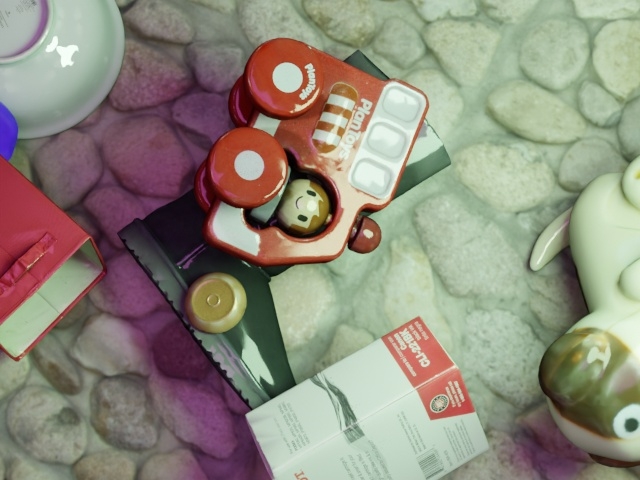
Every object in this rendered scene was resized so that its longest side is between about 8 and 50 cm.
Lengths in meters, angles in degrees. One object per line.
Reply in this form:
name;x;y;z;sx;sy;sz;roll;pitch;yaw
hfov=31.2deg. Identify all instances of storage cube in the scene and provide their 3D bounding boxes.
storage cube;-0.431;0.023;1.558;0.193;0.215;0.184;41;75;7

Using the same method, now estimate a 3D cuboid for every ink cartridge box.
ink cartridge box;0.063;0.256;1.520;0.272;0.197;0.114;-30;43;-5

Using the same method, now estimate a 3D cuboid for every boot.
boot;-0.001;-0.002;1.608;0.445;0.146;0.367;-36;85;-10

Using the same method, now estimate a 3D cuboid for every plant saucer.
plant saucer;-0.140;0.080;1.508;0.083;0.015;0.083;-2;74;6

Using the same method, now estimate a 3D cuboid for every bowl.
bowl;-0.440;-0.302;1.647;0.297;0.134;0.298;0;82;0

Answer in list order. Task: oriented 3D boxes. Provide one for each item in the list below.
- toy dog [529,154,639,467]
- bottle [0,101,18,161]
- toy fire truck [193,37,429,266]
toy dog;0.414;0.081;1.451;0.395;0.285;0.408;4;53;30
bottle;-0.573;-0.160;1.616;0.282;0.118;0.092;4;70;20
toy fire truck;-0.014;-0.103;1.485;0.253;0.169;0.302;23;78;-9
